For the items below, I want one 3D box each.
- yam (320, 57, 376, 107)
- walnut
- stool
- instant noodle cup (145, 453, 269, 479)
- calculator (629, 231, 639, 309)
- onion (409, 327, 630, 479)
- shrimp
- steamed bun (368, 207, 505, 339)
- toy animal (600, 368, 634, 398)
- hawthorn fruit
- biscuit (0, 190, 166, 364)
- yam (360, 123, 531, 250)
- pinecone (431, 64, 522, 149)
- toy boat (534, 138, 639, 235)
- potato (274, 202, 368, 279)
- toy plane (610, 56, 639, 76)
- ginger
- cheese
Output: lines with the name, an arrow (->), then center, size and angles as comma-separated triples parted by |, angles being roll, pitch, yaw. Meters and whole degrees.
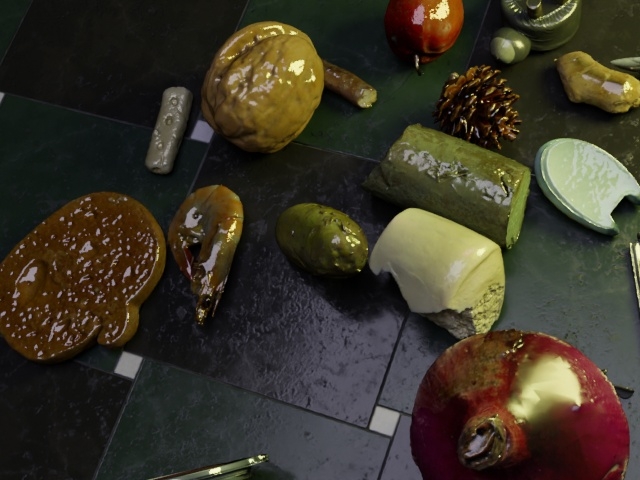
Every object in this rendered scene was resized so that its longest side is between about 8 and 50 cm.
yam -> 0.008, -0.335, 2.075 | 0.241, 0.057, 0.057 | 33, 78, 21
walnut -> -0.104, -0.294, 1.992 | 0.257, 0.257, 0.224 | -43, 32, -7
stool -> 0.416, -0.440, 1.984 | 0.153, 0.139, 0.228 | 12, 69, 18
instant noodle cup -> -0.216, 0.474, 1.709 | 0.302, 0.258, 0.181 | -14, 81, 7
calculator -> 0.631, 0.108, 1.777 | 0.165, 0.028, 0.274 | -7, 67, 9
onion -> 0.287, 0.299, 1.579 | 0.348, 0.385, 0.348 | -3, 83, 23
shrimp -> -0.232, 0.023, 1.977 | 0.152, 0.063, 0.287 | 4, 66, 16
steamed bun -> 0.191, 0.062, 1.806 | 0.225, 0.200, 0.170 | 28, 53, 32
toy animal -> 0.420, 0.235, 1.762 | 0.202, 0.070, 0.105 | 32, 65, 24
hawthorn fruit -> 0.198, -0.409, 2.010 | 0.157, 0.157, 0.194 | 6, 73, 14
biscuit -> -0.456, 0.081, 2.004 | 0.367, 0.063, 0.314 | -41, 69, -6
yam -> 0.230, -0.105, 1.871 | 0.304, 0.168, 0.168 | 25, 75, 20
pinecone -> 0.295, -0.241, 1.922 | 0.173, 0.173, 0.173 | -4, 68, 10
toy boat -> 0.479, -0.101, 1.880 | 0.207, 0.079, 0.134 | 38, 88, 12
potato -> 0.000, 0.000, 1.869 | 0.113, 0.149, 0.251 | -42, 22, -13
toy plane -> 0.675, -0.312, 1.912 | 0.267, 0.088, 0.212 | 3, 68, 22
ginger -> 0.518, -0.296, 1.943 | 0.190, 0.069, 0.095 | 28, 55, 21
cheese -> -0.307, -0.225, 2.106 | 0.065, 0.043, 0.194 | 8, 68, 10
